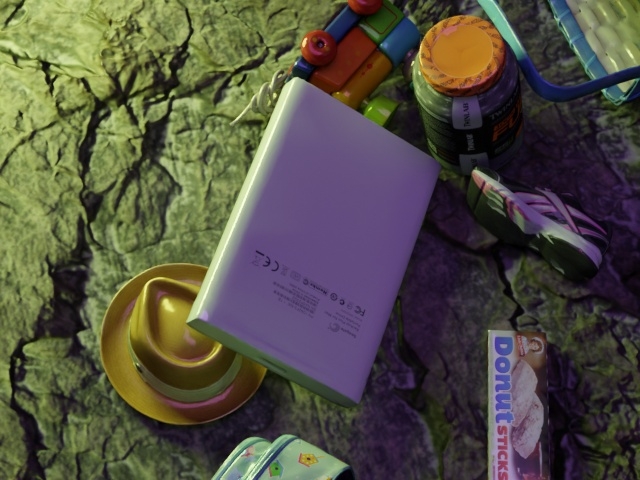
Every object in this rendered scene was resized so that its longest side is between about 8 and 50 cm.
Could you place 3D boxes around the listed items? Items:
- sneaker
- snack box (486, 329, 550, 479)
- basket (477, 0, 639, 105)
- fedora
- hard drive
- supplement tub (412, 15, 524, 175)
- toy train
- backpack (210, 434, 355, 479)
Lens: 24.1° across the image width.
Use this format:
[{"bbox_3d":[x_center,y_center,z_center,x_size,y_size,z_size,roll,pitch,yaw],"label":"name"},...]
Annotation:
[{"bbox_3d":[0.247,-0.030,1.681,0.178,0.072,0.077,37,57,8],"label":"sneaker"},{"bbox_3d":[0.209,0.182,1.591,0.064,0.022,0.178,2,64,2],"label":"snack box"},{"bbox_3d":[0.319,-0.284,1.722,0.289,0.201,0.254,-18,61,-18],"label":"basket"},{"bbox_3d":[-0.147,0.098,1.599,0.194,0.079,0.194,0,63,0],"label":"fedora"},{"bbox_3d":[0.000,0.000,1.622,0.203,0.040,0.307,30,62,-18],"label":"hard drive"},{"bbox_3d":[0.164,-0.161,1.660,0.117,0.190,0.117,-4,66,9],"label":"supplement tub"},{"bbox_3d":[0.027,-0.171,1.731,0.143,0.105,0.248,40,70,2],"label":"toy train"},{"bbox_3d":[-0.041,0.273,1.452,0.144,0.188,0.166,34,69,15],"label":"backpack"}]
